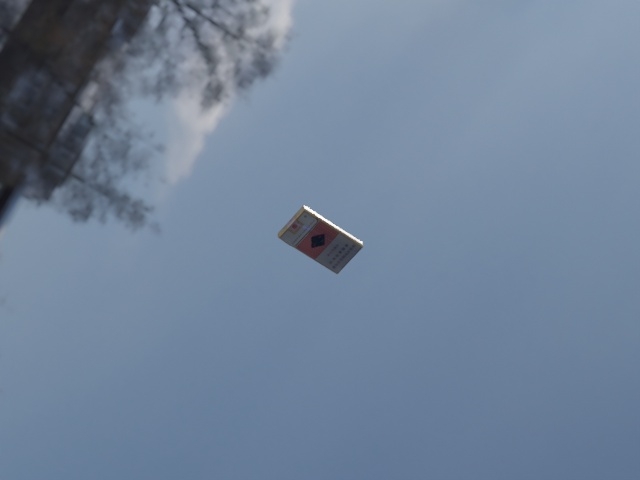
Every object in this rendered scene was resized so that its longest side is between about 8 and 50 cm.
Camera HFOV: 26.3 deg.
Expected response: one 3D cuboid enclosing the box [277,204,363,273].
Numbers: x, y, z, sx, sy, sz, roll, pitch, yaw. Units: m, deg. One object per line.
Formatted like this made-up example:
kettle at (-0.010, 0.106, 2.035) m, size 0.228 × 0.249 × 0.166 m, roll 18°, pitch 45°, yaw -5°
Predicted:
box at (0.000, 0.000, 1.473) m, size 0.046 × 0.083 × 0.012 m, roll -47°, pitch -152°, yaw 22°
